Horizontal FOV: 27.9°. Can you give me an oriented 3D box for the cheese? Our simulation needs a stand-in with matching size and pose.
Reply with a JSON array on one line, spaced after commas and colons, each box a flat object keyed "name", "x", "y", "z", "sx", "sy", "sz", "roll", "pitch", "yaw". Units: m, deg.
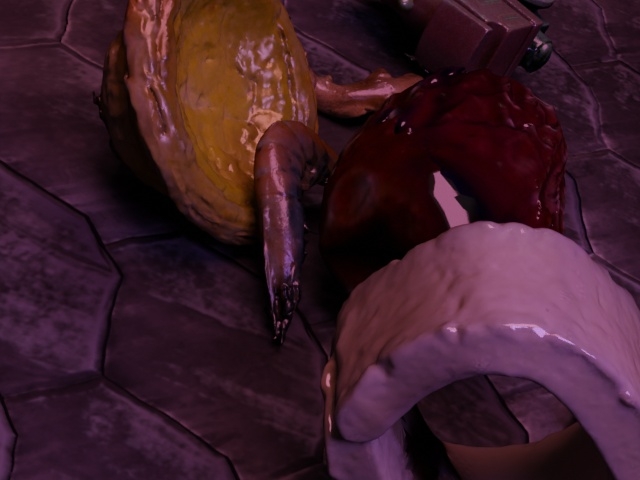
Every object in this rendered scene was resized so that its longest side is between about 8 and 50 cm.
[{"name": "cheese", "x": 0.145, "y": 0.151, "z": 1.110, "sx": 0.292, "sy": 0.332, "sz": 0.153, "roll": -15, "pitch": 35, "yaw": 18}]

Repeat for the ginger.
[{"name": "ginger", "x": 0.081, "y": -0.188, "z": 1.657, "sx": 0.288, "sy": 0.075, "sz": 0.089, "roll": 12, "pitch": 65, "yaw": -16}]

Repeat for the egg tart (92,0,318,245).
[{"name": "egg tart", "x": -0.131, "y": -0.165, "z": 1.422, "sx": 0.132, "sy": 0.345, "sz": 0.345, "roll": -4, "pitch": 29, "yaw": 32}]

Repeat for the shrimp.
[{"name": "shrimp", "x": 0.000, "y": 0.000, "z": 1.413, "sx": 0.198, "sy": 0.051, "sz": 0.261, "roll": 21, "pitch": 60, "yaw": -46}]

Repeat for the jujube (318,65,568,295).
[{"name": "jujube", "x": 0.143, "y": -0.046, "z": 1.409, "sx": 0.258, "sy": 0.258, "sz": 0.376, "roll": 25, "pitch": 29, "yaw": 5}]

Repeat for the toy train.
[{"name": "toy train", "x": 0.175, "y": -0.334, "z": 1.778, "sx": 0.304, "sy": 0.150, "sz": 0.221, "roll": 44, "pitch": 37, "yaw": 23}]
